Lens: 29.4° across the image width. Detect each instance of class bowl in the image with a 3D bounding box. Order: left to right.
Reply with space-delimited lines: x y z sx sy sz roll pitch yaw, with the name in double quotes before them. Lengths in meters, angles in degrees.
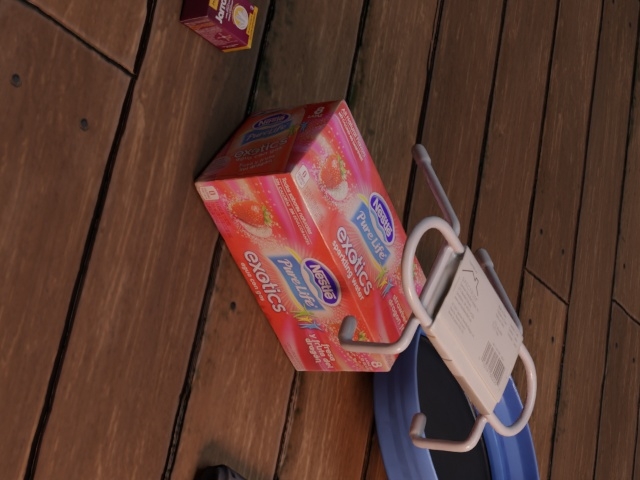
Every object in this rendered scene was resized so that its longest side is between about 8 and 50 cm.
"bowl" 0.192 0.279 1.686 0.391 0.077 0.391 42 38 -44

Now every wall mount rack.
"wall mount rack" 0.153 0.065 1.447 0.350 0.130 0.304 55 50 -38

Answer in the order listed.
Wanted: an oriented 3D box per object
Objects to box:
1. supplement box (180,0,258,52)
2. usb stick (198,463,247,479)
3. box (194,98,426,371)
"supplement box" -0.116 -0.260 1.403 0.083 0.043 0.055 28 66 -50
"usb stick" -0.055 0.346 1.432 0.278 0.045 0.077 45 53 -43
"box" 0.000 0.000 1.458 0.154 0.142 0.300 -56 131 -42
